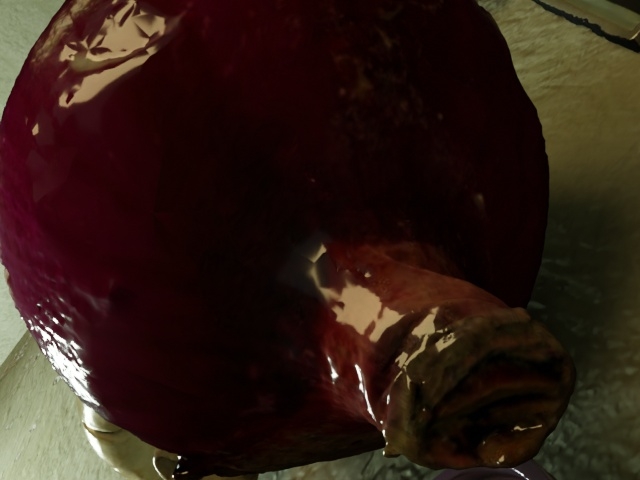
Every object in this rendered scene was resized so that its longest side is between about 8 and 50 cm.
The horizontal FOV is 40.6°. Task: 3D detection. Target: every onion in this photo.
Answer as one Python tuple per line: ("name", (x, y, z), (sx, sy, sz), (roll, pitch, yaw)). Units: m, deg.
("onion", (0.000, 0.000, 0.485), (0.348, 0.347, 0.385), (-52, 32, 3))

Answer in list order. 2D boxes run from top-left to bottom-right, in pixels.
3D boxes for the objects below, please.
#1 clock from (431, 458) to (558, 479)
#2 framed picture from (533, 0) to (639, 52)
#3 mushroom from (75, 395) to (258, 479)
("clock", (0.073, 0.168, 0.429), (0.153, 0.050, 0.110), (-45, 21, 21))
("framed picture", (0.280, -0.262, 0.734), (0.192, 0.018, 0.265), (-49, 20, 15))
("mushroom", (-0.119, 0.115, 0.754), (0.254, 0.189, 0.195), (-48, 18, 25))
